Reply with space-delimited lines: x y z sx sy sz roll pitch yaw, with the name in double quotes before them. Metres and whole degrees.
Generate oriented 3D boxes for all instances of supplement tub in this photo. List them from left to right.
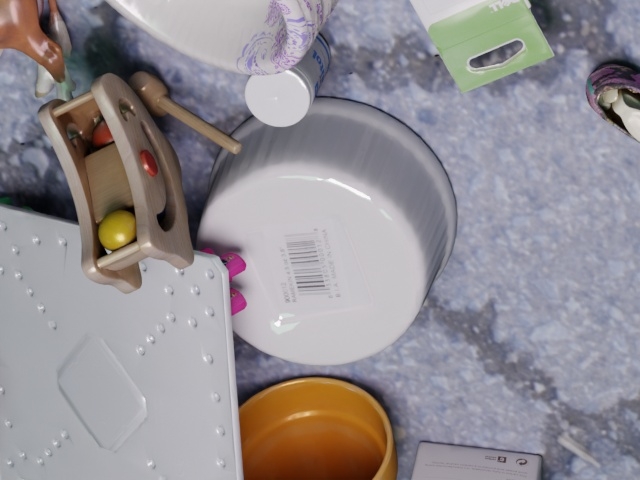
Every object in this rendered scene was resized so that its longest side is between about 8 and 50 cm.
"supplement tub" -0.033 -0.169 1.883 0.071 0.107 0.071 6 122 10

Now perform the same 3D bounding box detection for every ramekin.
"ramekin" 0.000 0.000 1.961 0.277 0.135 0.277 6 122 9

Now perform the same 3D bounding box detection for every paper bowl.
"paper bowl" -0.105 -0.299 1.757 0.284 0.148 0.284 26 159 11

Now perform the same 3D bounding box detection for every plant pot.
"plant pot" -0.005 0.294 2.115 0.205 0.205 0.188 -1 136 14

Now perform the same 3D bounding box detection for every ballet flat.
"ballet flat" 0.361 -0.101 1.847 0.221 0.079 0.077 29 122 -5

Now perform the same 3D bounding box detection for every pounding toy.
"pounding toy" -0.178 -0.090 1.852 0.155 0.269 0.154 -24 141 16

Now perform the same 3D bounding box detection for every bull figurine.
"bull figurine" -0.403 -0.193 1.963 0.310 0.101 0.188 -20 118 25

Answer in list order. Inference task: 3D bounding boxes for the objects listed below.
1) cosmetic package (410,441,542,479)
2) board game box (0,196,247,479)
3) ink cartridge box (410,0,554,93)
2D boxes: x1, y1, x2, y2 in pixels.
"cosmetic package" 0.155 0.411 2.033 0.155 0.365 0.197 6 121 10
"board game box" -0.226 0.161 2.035 0.390 0.050 0.390 13 115 37
"ink cartridge box" 0.142 -0.261 1.813 0.109 0.062 0.209 -21 114 24
